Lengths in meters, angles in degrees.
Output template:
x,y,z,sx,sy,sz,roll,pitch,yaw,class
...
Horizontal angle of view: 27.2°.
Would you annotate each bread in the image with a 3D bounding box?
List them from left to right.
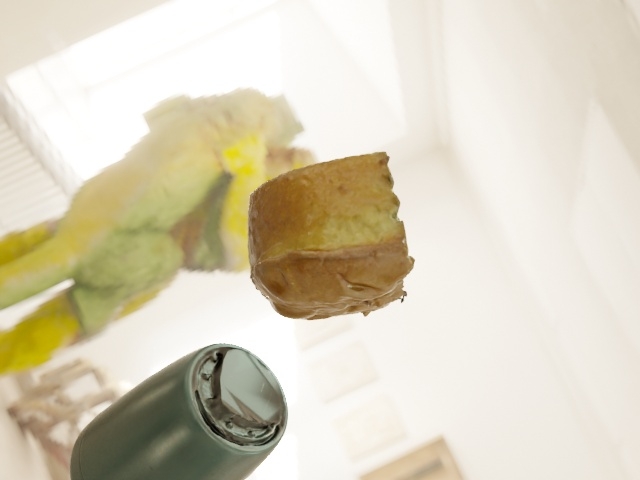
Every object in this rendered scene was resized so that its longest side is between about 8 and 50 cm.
x,y,z,sx,sy,sz,roll,pitch,yaw,class
0.000,0.000,1.235,0.229,0.140,0.143,118,-32,-74,bread

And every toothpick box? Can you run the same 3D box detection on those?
x,y,z,sx,sy,sz,roll,pitch,yaw,class
-0.111,0.161,1.063,0.120,0.184,0.120,24,46,-28,toothpick box
